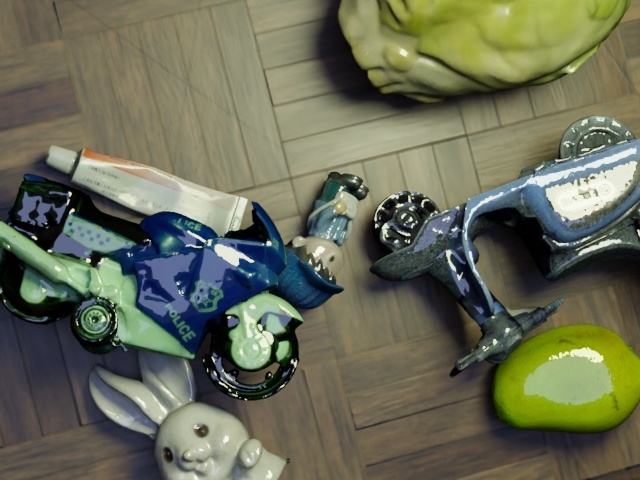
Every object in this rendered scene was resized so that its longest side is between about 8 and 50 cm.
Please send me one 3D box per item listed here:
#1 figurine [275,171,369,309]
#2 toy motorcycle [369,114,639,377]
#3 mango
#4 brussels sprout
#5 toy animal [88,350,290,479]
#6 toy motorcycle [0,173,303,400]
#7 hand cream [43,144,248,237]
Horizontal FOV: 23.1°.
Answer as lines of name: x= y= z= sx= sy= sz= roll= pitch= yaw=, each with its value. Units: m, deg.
figurine: x=0.000 y=0.000 z=1.642 sx=0.087 sy=0.086 sz=0.149 roll=14 pitch=74 yaw=19
toy motorcycle: x=0.232 y=0.005 z=1.639 sx=0.359 sy=0.125 sz=0.212 roll=-19 pitch=71 yaw=-4
mango: x=0.266 y=0.147 z=1.670 sx=0.163 sy=0.089 sz=0.117 roll=3 pitch=95 yaw=-8
brussels sprout: x=0.165 y=-0.289 z=1.613 sx=0.317 sy=0.242 sz=0.273 roll=-10 pitch=113 yaw=-5
toy animal: x=-0.140 y=0.192 z=1.590 sx=0.221 sy=0.131 sz=0.104 roll=44 pitch=96 yaw=-2
toy motorcycle: x=-0.164 y=0.030 z=1.569 sx=0.331 sy=0.125 sz=0.196 roll=20 pitch=80 yaw=1
hand cream: x=-0.184 y=-0.055 z=1.641 sx=0.216 sy=0.038 sz=0.052 roll=21 pitch=108 yaw=-13
